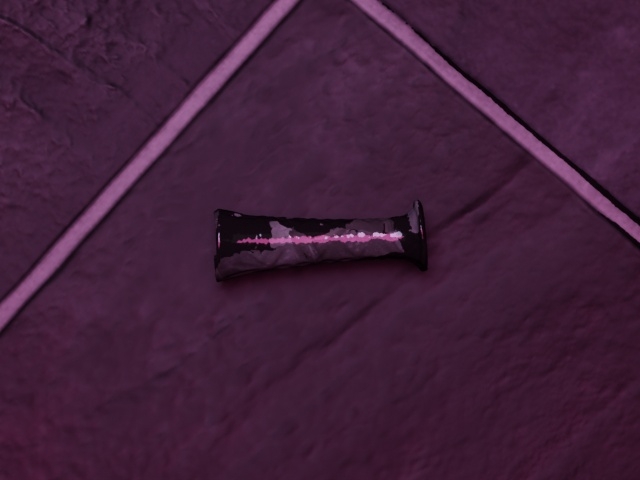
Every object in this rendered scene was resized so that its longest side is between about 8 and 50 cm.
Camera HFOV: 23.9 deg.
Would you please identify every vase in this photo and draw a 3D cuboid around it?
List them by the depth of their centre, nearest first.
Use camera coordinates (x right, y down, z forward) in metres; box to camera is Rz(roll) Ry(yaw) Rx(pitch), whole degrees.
[{"bbox_3d":[0.000,0.000,1.193,0.167,0.059,0.059,-3,83,-1],"label":"vase"}]
